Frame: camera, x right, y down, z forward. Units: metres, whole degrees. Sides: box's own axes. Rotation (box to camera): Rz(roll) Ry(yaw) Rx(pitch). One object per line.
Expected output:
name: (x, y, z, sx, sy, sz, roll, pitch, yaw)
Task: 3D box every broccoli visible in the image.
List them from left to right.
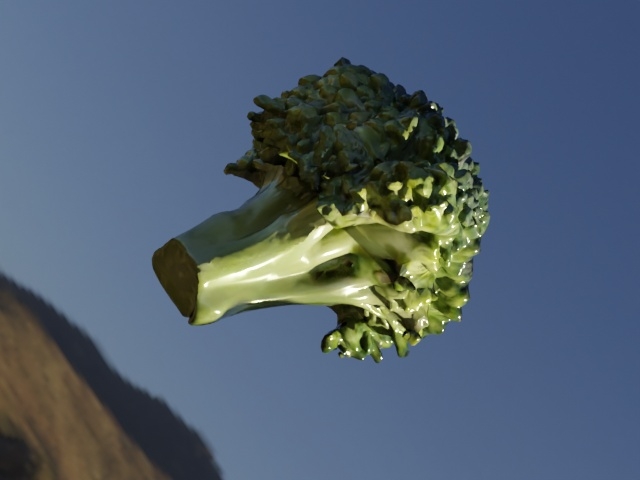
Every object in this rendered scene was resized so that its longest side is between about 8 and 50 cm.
broccoli: (0.000, 0.000, 1.125, 0.263, 0.243, 0.247, 24, -51, 54)
